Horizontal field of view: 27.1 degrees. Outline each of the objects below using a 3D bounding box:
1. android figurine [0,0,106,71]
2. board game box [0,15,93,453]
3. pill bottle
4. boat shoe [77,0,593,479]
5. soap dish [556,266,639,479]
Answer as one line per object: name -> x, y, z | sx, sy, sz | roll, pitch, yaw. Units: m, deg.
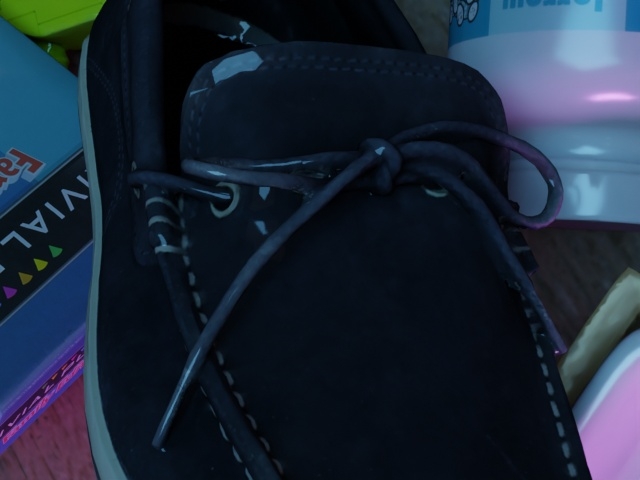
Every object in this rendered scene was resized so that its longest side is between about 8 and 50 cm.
android figurine -> -0.157, -0.228, 0.786 | 0.248, 0.056, 0.273 | -17, 82, 15
board game box -> -0.258, -0.037, 0.687 | 0.336, 0.254, 0.079 | 38, 142, 5
pill bottle -> 0.137, -0.138, 0.644 | 0.146, 0.146, 0.264 | 2, 88, 17
boat shoe -> 0.000, 0.000, 0.545 | 0.500, 0.187, 0.156 | -112, 37, -47
soap dish -> 0.193, 0.183, 0.600 | 0.291, 0.118, 0.229 | 34, 95, 4
